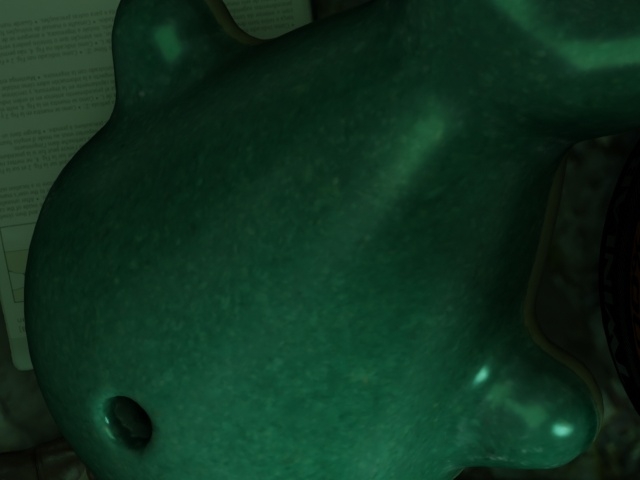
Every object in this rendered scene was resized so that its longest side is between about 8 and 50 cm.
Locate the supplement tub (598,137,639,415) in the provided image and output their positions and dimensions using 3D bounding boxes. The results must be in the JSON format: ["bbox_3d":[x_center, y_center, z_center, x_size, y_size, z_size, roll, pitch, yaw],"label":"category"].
[{"bbox_3d":[0.198,0.016,0.439,0.193,0.316,0.193,0,91,0],"label":"supplement tub"}]

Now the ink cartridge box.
[{"bbox_3d":[-0.069,-0.043,0.583,0.145,0.045,0.179,-7,110,-1],"label":"ink cartridge box"}]

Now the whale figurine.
[{"bbox_3d":[0.000,0.000,0.454,0.216,0.141,0.272,47,134,5],"label":"whale figurine"}]

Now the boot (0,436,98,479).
[{"bbox_3d":[-0.128,0.134,0.579,0.114,0.037,0.106,-9,79,-3],"label":"boot"}]
